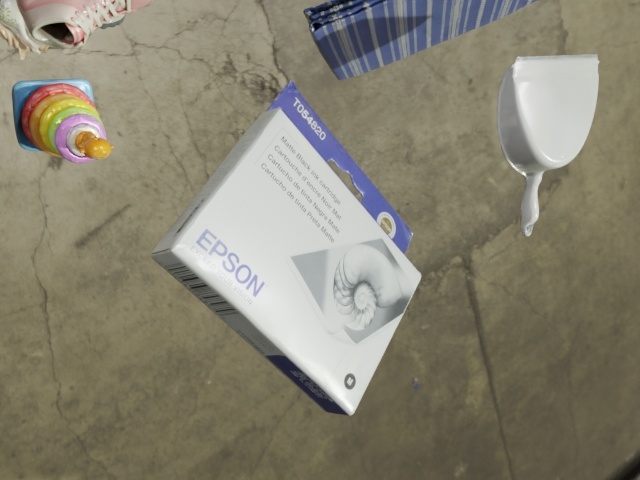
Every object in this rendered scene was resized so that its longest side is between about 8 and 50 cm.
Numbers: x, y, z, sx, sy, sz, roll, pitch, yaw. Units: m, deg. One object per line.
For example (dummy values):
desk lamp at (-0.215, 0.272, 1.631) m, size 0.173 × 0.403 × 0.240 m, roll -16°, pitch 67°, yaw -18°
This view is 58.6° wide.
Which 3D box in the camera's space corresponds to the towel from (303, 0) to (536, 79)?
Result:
towel at (0.156, -0.304, 0.721) m, size 0.335 × 0.243 × 0.040 m, roll -20°, pitch 87°, yaw 11°

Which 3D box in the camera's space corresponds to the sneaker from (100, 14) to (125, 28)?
sneaker at (-0.290, -0.405, 0.636) m, size 0.112 × 0.131 × 0.319 m, roll -27°, pitch 83°, yaw -40°

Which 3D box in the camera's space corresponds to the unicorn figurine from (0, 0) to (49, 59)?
unicorn figurine at (-0.401, -0.344, 0.803) m, size 0.111 × 0.060 × 0.162 m, roll 43°, pitch 82°, yaw -24°

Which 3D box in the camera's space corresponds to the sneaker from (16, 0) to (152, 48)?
sneaker at (-0.219, -0.221, 0.551) m, size 0.134 × 0.051 × 0.070 m, roll -14°, pitch 70°, yaw -21°

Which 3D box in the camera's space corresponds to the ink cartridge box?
ink cartridge box at (0.000, 0.000, 0.510) m, size 0.223 × 0.045 × 0.224 m, roll 47°, pitch 56°, yaw -25°

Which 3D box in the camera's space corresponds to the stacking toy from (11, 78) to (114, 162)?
stacking toy at (-0.517, -0.228, 1.210) m, size 0.175 × 0.301 × 0.166 m, roll -16°, pitch 125°, yaw -38°

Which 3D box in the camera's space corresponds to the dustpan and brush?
dustpan and brush at (0.262, -0.106, 0.678) m, size 0.147 × 0.060 × 0.211 m, roll -11°, pitch 102°, yaw -27°
